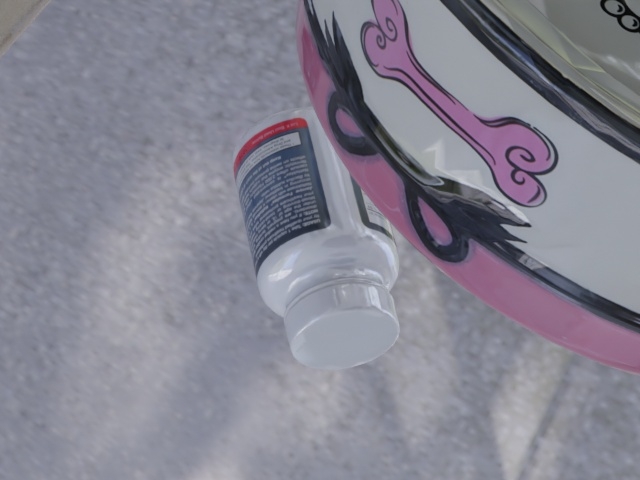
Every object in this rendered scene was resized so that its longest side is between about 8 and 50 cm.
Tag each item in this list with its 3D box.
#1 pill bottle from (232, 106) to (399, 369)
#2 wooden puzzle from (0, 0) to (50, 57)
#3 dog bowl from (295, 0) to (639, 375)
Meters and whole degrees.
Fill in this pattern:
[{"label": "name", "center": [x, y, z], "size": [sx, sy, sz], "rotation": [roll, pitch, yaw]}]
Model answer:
[{"label": "pill bottle", "center": [0.000, 0.000, 1.390], "size": [0.108, 0.180, 0.108], "rotation": [-9, 145, -6]}, {"label": "wooden puzzle", "center": [-0.363, -0.224, 1.685], "size": [0.322, 0.348, 0.080], "rotation": [-50, 121, -9]}, {"label": "dog bowl", "center": [0.168, -0.099, 0.944], "size": [0.408, 0.408, 0.150], "rotation": [-1, 140, -35]}]
